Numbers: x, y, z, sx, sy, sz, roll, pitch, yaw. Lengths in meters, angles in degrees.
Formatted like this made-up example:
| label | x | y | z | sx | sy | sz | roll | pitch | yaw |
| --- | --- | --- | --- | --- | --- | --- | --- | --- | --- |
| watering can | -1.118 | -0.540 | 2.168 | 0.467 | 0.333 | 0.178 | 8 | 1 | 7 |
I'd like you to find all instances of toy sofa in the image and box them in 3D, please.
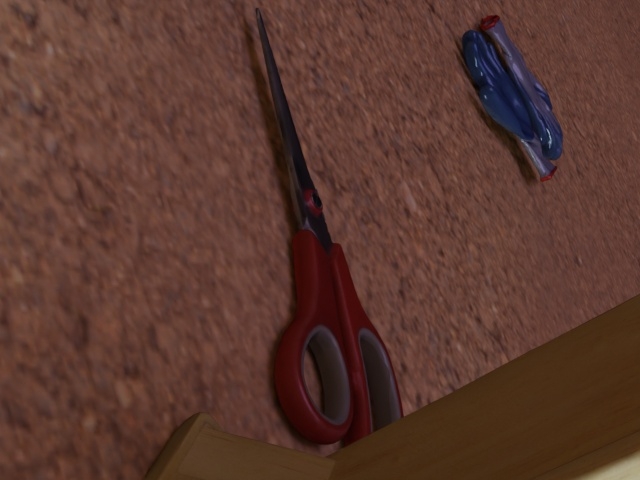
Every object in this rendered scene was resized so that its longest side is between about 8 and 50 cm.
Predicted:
| label | x | y | z | sx | sy | sz | roll | pitch | yaw |
| --- | --- | --- | --- | --- | --- | --- | --- | --- | --- |
| toy sofa | 0.103 | 0.094 | 0.433 | 0.177 | 0.362 | 0.150 | 53 | 26 | -12 |

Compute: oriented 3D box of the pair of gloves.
| label | x | y | z | sx | sy | sz | roll | pitch | yaw |
| --- | --- | --- | --- | --- | --- | --- | --- | --- | --- |
| pair of gloves | 0.184 | -0.135 | 1.207 | 0.159 | 0.023 | 0.198 | 59 | 24 | -8 |

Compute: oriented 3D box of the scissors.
| label | x | y | z | sx | sy | sz | roll | pitch | yaw |
| --- | --- | --- | --- | --- | --- | --- | --- | --- | --- |
| scissors | 0.000 | 0.000 | 0.730 | 0.109 | 0.021 | 0.297 | 34 | 37 | -43 |
